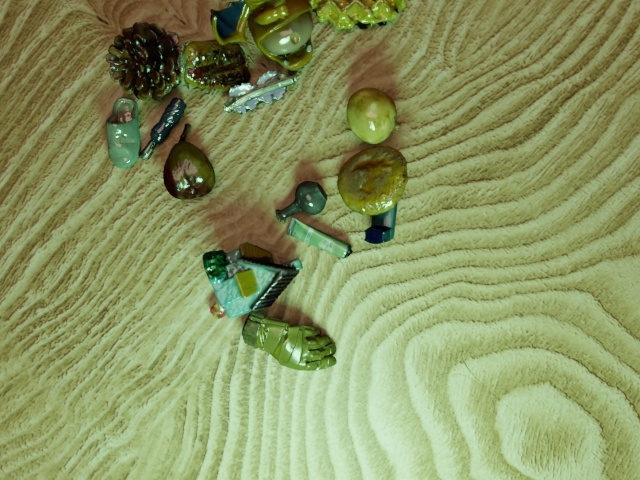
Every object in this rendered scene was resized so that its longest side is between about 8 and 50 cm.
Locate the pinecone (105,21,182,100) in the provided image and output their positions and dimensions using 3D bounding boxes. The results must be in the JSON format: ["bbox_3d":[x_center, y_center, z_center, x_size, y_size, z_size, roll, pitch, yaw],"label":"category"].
[{"bbox_3d":[-0.575,-0.579,1.633,0.264,0.264,0.264,0,88,1],"label":"pinecone"}]

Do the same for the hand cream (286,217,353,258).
[{"bbox_3d":[0.000,0.000,1.698,0.235,0.086,0.055,24,44,-1],"label":"hand cream"}]

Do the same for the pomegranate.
[{"bbox_3d":[0.180,-0.411,1.654,0.196,0.196,0.196,0,88,1],"label":"pomegranate"}]

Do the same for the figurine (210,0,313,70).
[{"bbox_3d":[-0.163,-0.759,1.549,0.268,0.387,0.401,-2,73,12],"label":"figurine"}]

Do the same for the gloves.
[{"bbox_3d":[-0.098,0.342,1.647,0.331,0.141,0.154,21,87,2],"label":"gloves"}]

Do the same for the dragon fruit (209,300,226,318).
[{"bbox_3d":[-0.336,0.232,1.696,0.083,0.060,0.056,-40,84,-3],"label":"dragon fruit"}]

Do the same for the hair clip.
[{"bbox_3d":[-0.202,-0.510,1.702,0.292,0.084,0.106,-24,131,2],"label":"hair clip"}]

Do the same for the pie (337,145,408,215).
[{"bbox_3d":[0.172,-0.208,1.645,0.273,0.069,0.273,-12,63,25],"label":"pie"}]

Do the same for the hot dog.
[{"bbox_3d":[-0.349,-0.581,1.653,0.270,0.082,0.163,-14,122,-38],"label":"hot dog"}]

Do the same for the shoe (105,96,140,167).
[{"bbox_3d":[-0.682,-0.379,1.706,0.103,0.100,0.251,0,85,0],"label":"shoe"}]

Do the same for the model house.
[{"bbox_3d":[-0.194,0.099,1.586,0.248,0.280,0.230,-24,85,4],"label":"model house"}]

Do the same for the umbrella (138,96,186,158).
[{"bbox_3d":[-0.546,-0.383,1.726,0.071,0.071,0.248,32,92,2],"label":"umbrella"}]

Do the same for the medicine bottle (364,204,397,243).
[{"bbox_3d":[0.215,-0.109,1.673,0.079,0.124,0.258,6,85,31],"label":"medicine bottle"}]

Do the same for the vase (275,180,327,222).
[{"bbox_3d":[-0.070,-0.122,1.686,0.183,0.120,0.120,-31,88,13],"label":"vase"}]

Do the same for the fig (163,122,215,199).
[{"bbox_3d":[-0.452,-0.278,1.689,0.170,0.145,0.274,-9,74,-1],"label":"fig"}]

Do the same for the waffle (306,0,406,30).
[{"bbox_3d":[0.119,-0.926,1.727,0.379,0.095,0.382,-4,85,2],"label":"waffle"}]
